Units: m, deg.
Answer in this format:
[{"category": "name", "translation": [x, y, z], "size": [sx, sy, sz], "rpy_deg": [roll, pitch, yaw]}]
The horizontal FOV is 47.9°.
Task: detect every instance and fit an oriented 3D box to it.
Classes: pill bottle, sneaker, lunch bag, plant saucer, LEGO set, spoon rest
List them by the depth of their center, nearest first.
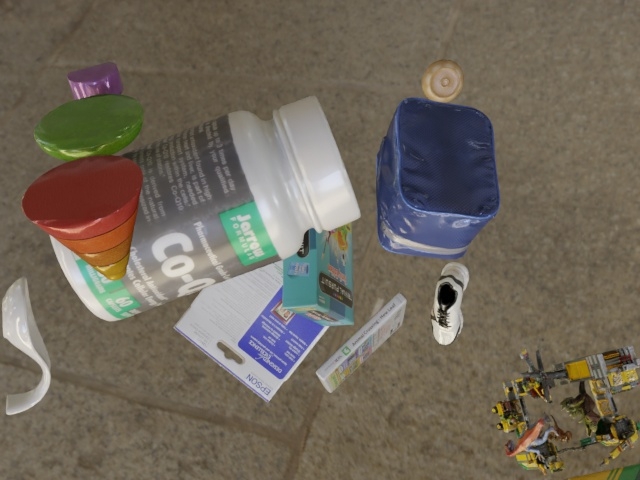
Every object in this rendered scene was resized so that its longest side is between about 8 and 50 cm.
[{"category": "lunch bag", "translation": [0.070, -0.040, 0.463], "size": [0.067, 0.065, 0.098], "rpy_deg": [9, 59, -8]}, {"category": "sneaker", "translation": [0.144, 0.079, 0.835], "size": [0.040, 0.109, 0.044], "rpy_deg": [13, 31, 22]}, {"category": "pill bottle", "translation": [-0.145, -0.047, 0.940], "size": [0.361, 0.204, 0.204], "rpy_deg": [-21, 53, 2]}, {"category": "spoon rest", "translation": [-0.551, 0.197, 1.353], "size": [0.084, 0.276, 0.137], "rpy_deg": [0, 26, -23]}, {"category": "plant saucer", "translation": [0.235, -0.302, 1.373], "size": [0.083, 0.083, 0.015], "rpy_deg": [-19, 24, 1]}, {"category": "LEGO set", "translation": [0.556, 0.350, 1.518], "size": [0.331, 0.192, 0.255], "rpy_deg": [-1, 73, -19]}]

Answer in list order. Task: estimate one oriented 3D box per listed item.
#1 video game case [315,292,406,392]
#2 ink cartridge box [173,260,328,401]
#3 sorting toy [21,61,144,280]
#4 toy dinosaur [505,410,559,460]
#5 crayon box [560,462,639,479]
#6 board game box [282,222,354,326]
[{"category": "video game case", "translation": [0.074, 0.187, 1.279], "size": [0.193, 0.212, 0.023], "rpy_deg": [-43, 75, -9]}, {"category": "ink cartridge box", "translation": [-0.150, 0.184, 1.778], "size": [0.303, 0.072, 0.307], "rpy_deg": [39, 98, 2]}, {"category": "sorting toy", "translation": [-0.259, -0.081, 0.856], "size": [0.127, 0.126, 0.365], "rpy_deg": [-13, 39, -6]}, {"category": "toy dinosaur", "translation": [0.286, 0.272, 1.001], "size": [0.082, 0.090, 0.047], "rpy_deg": [-38, 43, 16]}, {"category": "crayon box", "translation": [0.487, 0.510, 1.339], "size": [0.318, 0.202, 0.081], "rpy_deg": [2, 46, -32]}, {"category": "board game box", "translation": [0.000, 0.000, 1.559], "size": [0.079, 0.254, 0.336], "rpy_deg": [-6, 74, 18]}]
